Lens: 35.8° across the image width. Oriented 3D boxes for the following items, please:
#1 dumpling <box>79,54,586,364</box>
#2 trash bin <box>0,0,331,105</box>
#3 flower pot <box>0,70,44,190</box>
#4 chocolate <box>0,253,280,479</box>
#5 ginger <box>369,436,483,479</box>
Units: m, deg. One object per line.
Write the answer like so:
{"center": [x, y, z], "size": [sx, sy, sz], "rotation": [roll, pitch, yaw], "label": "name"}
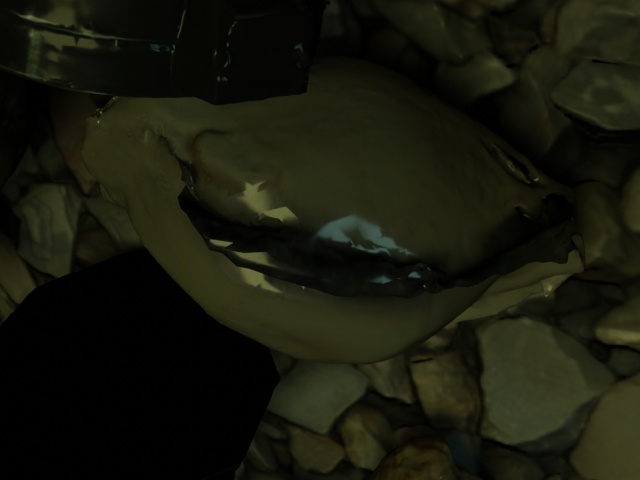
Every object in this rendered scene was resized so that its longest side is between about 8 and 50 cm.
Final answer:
{"center": [0.002, 0.007, 0.562], "size": [0.293, 0.163, 0.204], "rotation": [17, 127, -13], "label": "dumpling"}
{"center": [-0.075, -0.240, 0.440], "size": [0.252, 0.203, 0.302], "rotation": [44, 135, 40], "label": "trash bin"}
{"center": [-0.316, -0.059, 0.636], "size": [0.266, 0.266, 0.267], "rotation": [28, 136, 7], "label": "flower pot"}
{"center": [-0.131, 0.144, 0.726], "size": [0.224, 0.206, 0.177], "rotation": [-23, 141, -4], "label": "chocolate"}
{"center": [0.038, 0.253, 0.729], "size": [0.221, 0.130, 0.276], "rotation": [30, 121, 17], "label": "ginger"}
